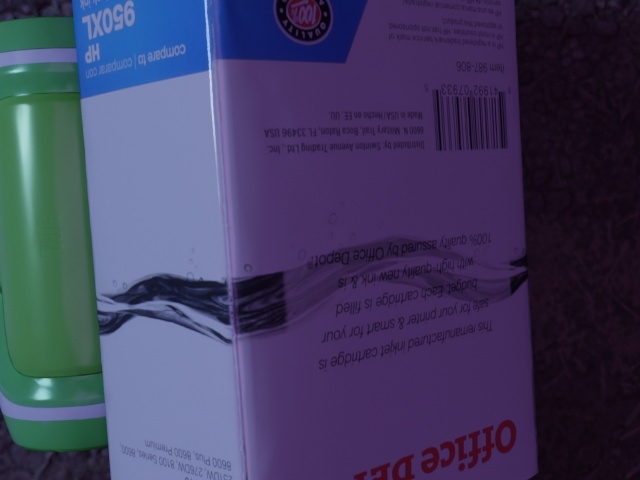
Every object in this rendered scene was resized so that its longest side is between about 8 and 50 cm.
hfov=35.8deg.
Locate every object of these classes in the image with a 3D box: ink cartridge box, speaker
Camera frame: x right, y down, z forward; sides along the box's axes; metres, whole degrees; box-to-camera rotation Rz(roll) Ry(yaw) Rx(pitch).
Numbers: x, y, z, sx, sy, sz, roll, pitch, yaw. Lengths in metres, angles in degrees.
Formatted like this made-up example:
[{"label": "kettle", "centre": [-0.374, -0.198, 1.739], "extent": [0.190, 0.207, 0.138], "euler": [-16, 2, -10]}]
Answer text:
[{"label": "ink cartridge box", "centre": [0.000, 0.000, 0.693], "extent": [0.285, 0.166, 0.395], "euler": [-6, 94, -43]}, {"label": "speaker", "centre": [-0.180, -0.005, 0.722], "extent": [0.131, 0.131, 0.296], "euler": [-4, 93, -14]}]
